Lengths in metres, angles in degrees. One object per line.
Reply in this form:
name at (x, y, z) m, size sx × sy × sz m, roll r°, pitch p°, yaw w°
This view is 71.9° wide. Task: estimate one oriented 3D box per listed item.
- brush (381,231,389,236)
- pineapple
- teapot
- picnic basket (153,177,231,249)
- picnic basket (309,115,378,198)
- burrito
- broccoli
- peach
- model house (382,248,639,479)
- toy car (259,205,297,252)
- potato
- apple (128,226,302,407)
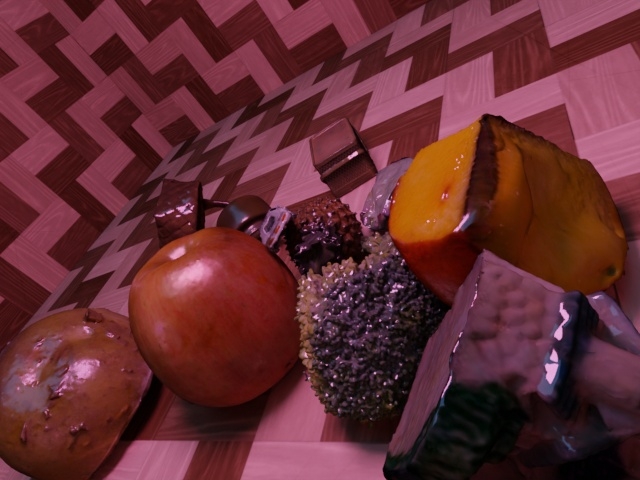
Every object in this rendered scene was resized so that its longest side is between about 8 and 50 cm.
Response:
brush at (0.214, 0.002, 0.992) m, size 0.197 × 0.059 × 0.123 m, roll -33°, pitch 29°, yaw 10°
pineapple at (0.000, 0.000, 0.999) m, size 0.202 × 0.202 × 0.362 m, roll -35°, pitch 3°, yaw 7°
teapot at (-0.195, -0.026, 1.379) m, size 0.268 × 0.185 × 0.175 m, roll -24°, pitch 57°, yaw -30°
picnic basket at (-0.396, -0.045, 1.547) m, size 0.337 × 0.337 × 0.293 m, roll -28°, pitch 41°, yaw 18°
picnic basket at (0.066, -0.277, 1.442) m, size 0.165 × 0.139 × 0.266 m, roll -31°, pitch 31°, yaw 13°
burrito at (0.183, -0.116, 1.160) m, size 0.144 × 0.089 × 0.229 m, roll -27°, pitch 29°, yaw 46°
broccoli at (0.077, 0.124, 0.793) m, size 0.302 × 0.249 × 0.375 m, roll -1°, pitch 52°, yaw 42°
peach at (0.271, -0.018, 0.689) m, size 0.242 × 0.380 × 0.306 m, roll -32°, pitch 57°, yaw 48°
model house at (0.242, 0.196, 0.481) m, size 0.284 × 0.298 × 0.243 m, roll 19°, pitch 62°, yaw 12°
toy car at (-0.105, -0.033, 1.000) m, size 0.095 × 0.056 × 0.205 m, roll -63°, pitch 15°, yaw 2°
potato at (-0.669, 0.369, 1.154) m, size 0.385 × 0.319 × 0.442 m, roll -42°, pitch 33°, yaw 18°
apple at (-0.232, 0.155, 0.992) m, size 0.391 × 0.346 × 0.391 m, roll -28°, pitch 26°, yaw 15°
